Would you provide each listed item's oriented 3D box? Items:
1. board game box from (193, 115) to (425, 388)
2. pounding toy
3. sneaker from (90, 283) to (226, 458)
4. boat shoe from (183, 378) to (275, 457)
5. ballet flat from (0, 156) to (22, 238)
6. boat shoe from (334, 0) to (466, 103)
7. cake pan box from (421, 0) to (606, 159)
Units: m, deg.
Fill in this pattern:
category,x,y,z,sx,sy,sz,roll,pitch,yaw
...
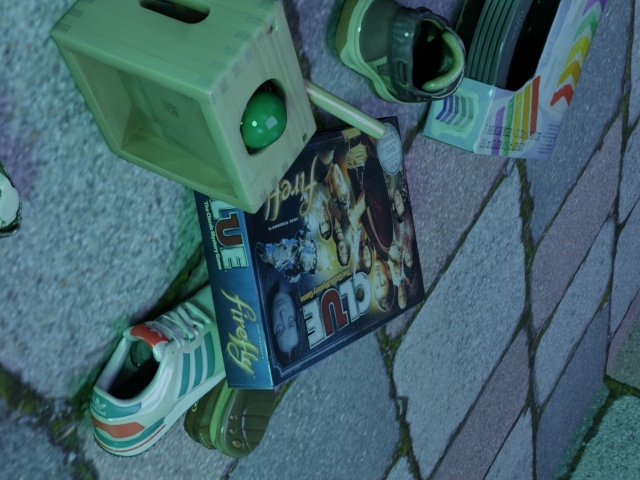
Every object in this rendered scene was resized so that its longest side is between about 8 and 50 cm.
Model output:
category,x,y,z,sx,sy,sz,roll,pitch,yaw
board game box,0.000,0.000,0.896,0.243,0.042,0.165,-23,106,-56
pounding toy,-0.053,-0.090,0.671,0.100,0.141,0.130,-56,153,-23
sneaker,-0.102,0.076,0.813,0.161,0.057,0.075,-47,155,-30
boat shoe,-0.057,0.080,0.909,0.064,0.060,0.178,44,62,-46
ballet flat,-0.176,-0.042,0.588,0.041,0.041,0.114,-51,151,-31
boat shoe,0.085,-0.151,0.971,0.223,0.073,0.080,13,99,-65
cake pan box,0.210,-0.208,1.184,0.267,0.070,0.245,-2,110,-63
